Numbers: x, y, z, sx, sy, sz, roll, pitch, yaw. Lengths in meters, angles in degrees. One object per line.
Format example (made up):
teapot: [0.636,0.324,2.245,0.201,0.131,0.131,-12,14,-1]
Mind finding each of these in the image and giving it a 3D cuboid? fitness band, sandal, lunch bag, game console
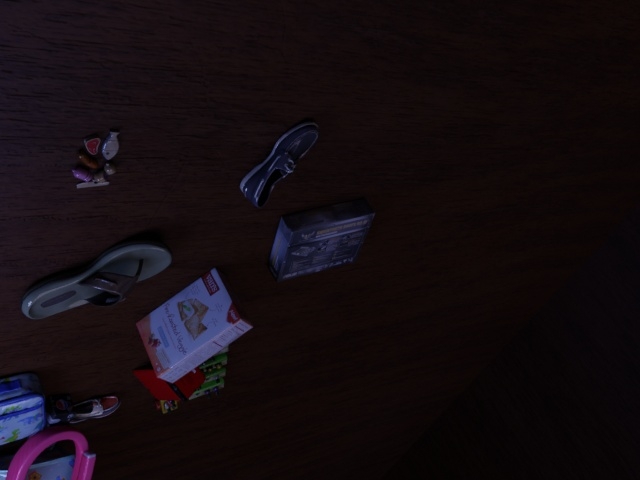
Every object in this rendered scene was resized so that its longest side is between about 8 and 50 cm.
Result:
fitness band: [-0.646,0.584,1.574,0.209,0.054,0.290,11,94,-55]
sandal: [-0.430,0.094,1.312,0.303,0.086,0.120,-26,148,-10]
lunch bag: [-0.753,0.647,1.644,0.160,0.223,0.262,1,179,44]
game console: [-0.388,0.348,1.721,0.124,0.085,0.144,-47,136,-23]
lunch bag: [-0.721,0.381,1.454,0.219,0.090,0.176,-10,139,-34]

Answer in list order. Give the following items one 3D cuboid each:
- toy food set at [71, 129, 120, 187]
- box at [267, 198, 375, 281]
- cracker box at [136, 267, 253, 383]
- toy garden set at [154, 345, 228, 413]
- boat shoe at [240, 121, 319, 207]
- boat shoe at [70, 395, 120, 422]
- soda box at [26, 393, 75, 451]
toy food set: [-0.376,-0.130,1.114,0.078,0.019,0.122,-11,143,-31]
box: [0.000,0.000,1.589,0.231,0.056,0.183,-14,143,-28]
cracker box: [-0.288,0.192,1.507,0.232,0.155,0.067,-35,148,3]
toy garden set: [-0.350,0.384,1.818,0.204,0.049,0.244,-17,145,-24]
boat shoe: [-0.071,-0.146,1.316,0.206,0.065,0.075,-42,147,15]
boat shoe: [-0.576,0.421,1.677,0.137,0.049,0.043,-13,142,-20]
soda box: [-0.661,0.449,1.625,0.053,0.060,0.169,6,131,-45]
